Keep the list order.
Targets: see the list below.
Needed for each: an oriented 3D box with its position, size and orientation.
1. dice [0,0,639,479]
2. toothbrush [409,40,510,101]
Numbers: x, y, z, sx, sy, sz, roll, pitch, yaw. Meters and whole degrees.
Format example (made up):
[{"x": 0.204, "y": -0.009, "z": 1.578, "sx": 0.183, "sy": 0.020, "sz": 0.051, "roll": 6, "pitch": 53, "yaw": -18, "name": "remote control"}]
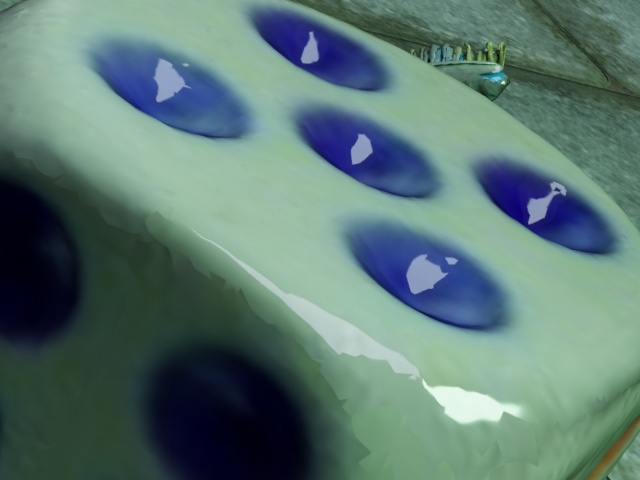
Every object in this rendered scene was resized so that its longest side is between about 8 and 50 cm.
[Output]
[{"x": -0.042, "y": 0.062, "z": 0.808, "sx": 0.304, "sy": 0.277, "sz": 0.304, "roll": 39, "pitch": 26, "yaw": 14, "name": "dice"}, {"x": -0.101, "y": -0.067, "z": 0.990, "sx": 0.413, "sy": 0.035, "sz": 0.042, "roll": -6, "pitch": 36, "yaw": 13, "name": "toothbrush"}]
